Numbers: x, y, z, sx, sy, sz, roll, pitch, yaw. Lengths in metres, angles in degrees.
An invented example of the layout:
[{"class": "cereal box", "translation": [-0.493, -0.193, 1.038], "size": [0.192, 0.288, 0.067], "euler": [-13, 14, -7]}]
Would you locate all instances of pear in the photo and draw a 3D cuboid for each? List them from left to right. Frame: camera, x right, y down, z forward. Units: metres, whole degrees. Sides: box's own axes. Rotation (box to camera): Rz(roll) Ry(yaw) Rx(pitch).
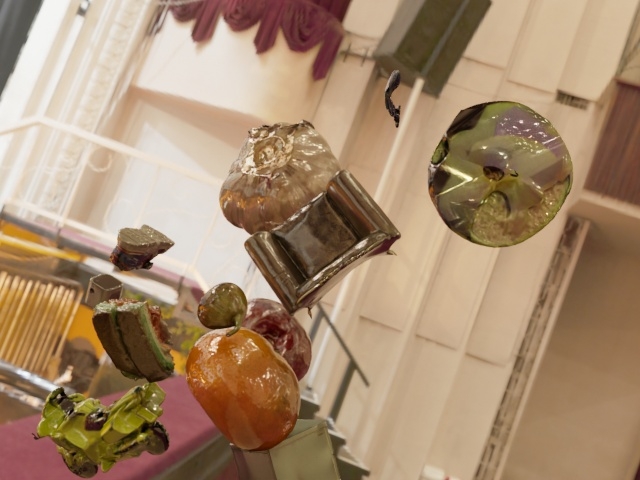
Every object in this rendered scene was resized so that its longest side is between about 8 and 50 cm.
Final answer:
[{"class": "pear", "translation": [0.478, -0.173, 1.890], "size": [0.399, 0.398, 0.165], "euler": [21, -3, -2]}]

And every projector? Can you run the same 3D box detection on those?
[{"class": "projector", "translation": [-0.663, 0.160, 2.079], "size": [0.083, 0.082, 0.083], "euler": [28, 23, 19]}]

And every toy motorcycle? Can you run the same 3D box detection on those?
[{"class": "toy motorcycle", "translation": [-0.449, 0.374, 1.374], "size": [0.342, 0.142, 0.206], "euler": [-26, -69, 33]}]

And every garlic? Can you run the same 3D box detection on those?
[{"class": "garlic", "translation": [-0.097, -0.142, 1.689], "size": [0.241, 0.321, 0.322], "euler": [29, -9, -38]}]

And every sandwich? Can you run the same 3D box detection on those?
[{"class": "sandwich", "translation": [-0.338, 0.166, 1.281], "size": [0.109, 0.184, 0.160], "euler": [-7, 31, 11]}]

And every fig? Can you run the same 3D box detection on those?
[{"class": "fig", "translation": [-0.155, 0.117, 1.135], "size": [0.098, 0.082, 0.084], "euler": [34, 38, 31]}]

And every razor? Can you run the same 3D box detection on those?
[{"class": "razor", "translation": [0.124, -0.247, 1.166], "size": [0.028, 0.044, 0.154], "euler": [4, -17, 8]}]

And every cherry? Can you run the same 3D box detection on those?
[{"class": "cherry", "translation": [-0.129, 0.253, 1.643], "size": [0.230, 0.203, 0.300], "euler": [40, -3, 1]}]

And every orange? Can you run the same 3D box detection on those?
[{"class": "orange", "translation": [-0.136, 0.262, 1.231], "size": [0.240, 0.171, 0.240], "euler": [49, -16, 19]}]

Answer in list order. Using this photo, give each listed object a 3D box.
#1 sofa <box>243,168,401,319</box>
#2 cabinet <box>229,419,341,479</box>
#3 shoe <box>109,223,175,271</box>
[{"class": "sofa", "translation": [0.000, 0.000, 1.307], "size": [0.200, 0.258, 0.182], "euler": [54, -1, 21]}, {"class": "cabinet", "translation": [-0.056, 0.477, 1.336], "size": [0.150, 0.206, 0.145], "euler": [-14, -2, -39]}, {"class": "shoe", "translation": [-0.462, 0.033, 1.741], "size": [0.099, 0.125, 0.227], "euler": [29, 9, 12]}]
